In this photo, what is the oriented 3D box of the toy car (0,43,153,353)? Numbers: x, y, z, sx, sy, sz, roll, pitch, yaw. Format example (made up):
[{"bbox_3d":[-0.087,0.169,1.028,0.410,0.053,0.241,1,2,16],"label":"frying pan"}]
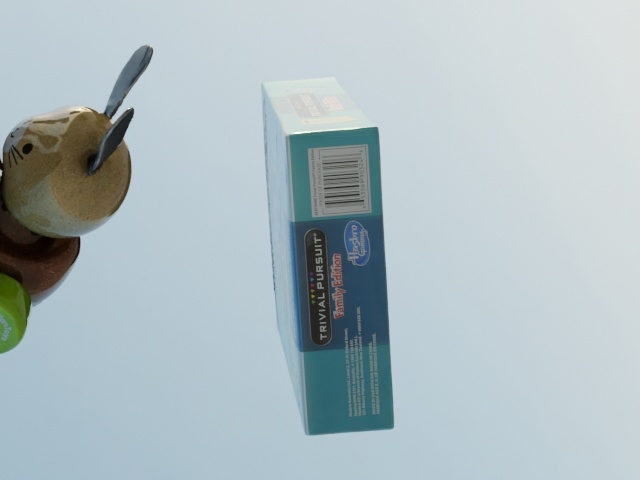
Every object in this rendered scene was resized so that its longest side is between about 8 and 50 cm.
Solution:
[{"bbox_3d":[-0.180,-0.050,1.036,0.149,0.188,0.155,41,-151,-24],"label":"toy car"}]

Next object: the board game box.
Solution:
[{"bbox_3d":[0.000,0.000,1.479,0.336,0.079,0.253,-115,22,-76],"label":"board game box"}]
